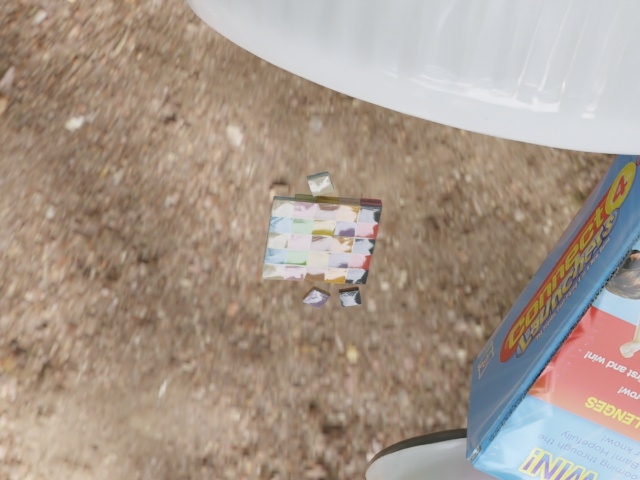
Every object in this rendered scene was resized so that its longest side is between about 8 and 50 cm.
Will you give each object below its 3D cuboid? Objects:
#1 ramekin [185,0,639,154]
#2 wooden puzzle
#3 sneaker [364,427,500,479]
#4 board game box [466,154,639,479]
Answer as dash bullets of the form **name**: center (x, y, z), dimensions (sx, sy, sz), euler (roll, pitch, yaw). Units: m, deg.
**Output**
- **ramekin**: center (0.065, -0.128, 0.619), dimensions (0.273, 0.273, 0.127), euler (13, 110, -4)
- **wooden puzzle**: center (0.000, 0.000, 0.756), dimensions (0.049, 0.006, 0.083), euler (4, 133, -8)
- **sneaker**: center (0.088, 0.235, 0.913), dimensions (0.111, 0.129, 0.297), euler (-15, 133, 8)
- **board game box**: center (0.273, 0.038, 0.778), dimensions (0.308, 0.086, 0.302), euler (25, 123, -10)
